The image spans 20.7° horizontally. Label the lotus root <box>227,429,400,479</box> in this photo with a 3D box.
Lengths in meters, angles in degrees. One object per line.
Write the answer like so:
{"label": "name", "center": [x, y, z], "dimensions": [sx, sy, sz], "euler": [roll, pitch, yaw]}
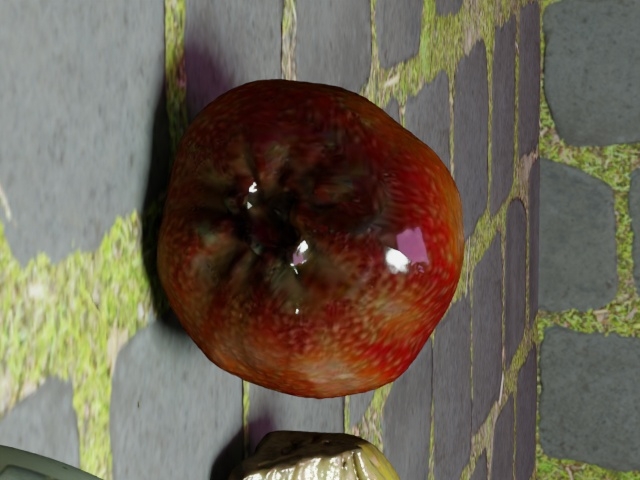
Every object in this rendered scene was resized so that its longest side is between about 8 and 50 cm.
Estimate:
{"label": "lotus root", "center": [-0.013, 0.178, 1.062], "dimensions": [0.159, 0.095, 0.135], "euler": [-18, 110, -32]}

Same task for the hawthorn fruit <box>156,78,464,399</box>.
{"label": "hawthorn fruit", "center": [0.000, 0.000, 0.925], "dimensions": [0.188, 0.169, 0.169], "euler": [23, 70, -74]}

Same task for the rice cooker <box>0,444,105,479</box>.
{"label": "rice cooker", "center": [-0.105, 0.172, 0.377], "dimensions": [0.244, 0.226, 0.226], "euler": [-49, 139, -67]}
